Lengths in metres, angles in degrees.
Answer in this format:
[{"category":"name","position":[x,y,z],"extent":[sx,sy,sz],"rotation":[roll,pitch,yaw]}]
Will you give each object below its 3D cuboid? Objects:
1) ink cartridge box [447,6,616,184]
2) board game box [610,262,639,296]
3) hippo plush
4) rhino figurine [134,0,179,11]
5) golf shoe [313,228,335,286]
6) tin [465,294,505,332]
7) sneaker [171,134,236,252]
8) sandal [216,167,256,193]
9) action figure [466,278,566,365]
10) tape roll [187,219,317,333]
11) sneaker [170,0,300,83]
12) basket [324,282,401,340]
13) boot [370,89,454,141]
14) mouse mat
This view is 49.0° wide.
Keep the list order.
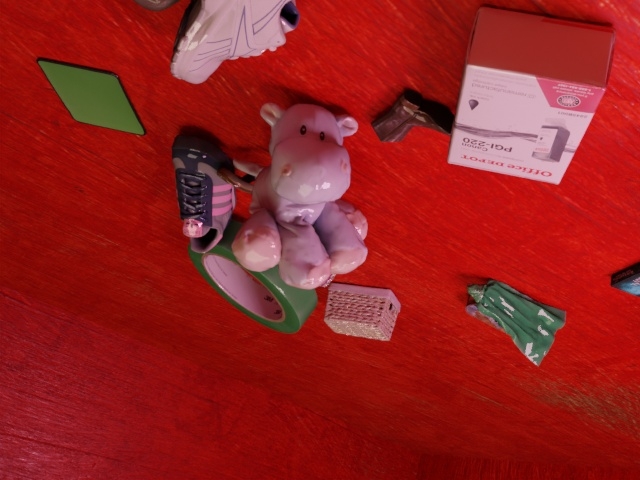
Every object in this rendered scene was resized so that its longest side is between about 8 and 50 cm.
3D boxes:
[{"category":"ink cartridge box","position":[0.251,-0.171,0.875],"extent":[0.159,0.092,0.218],"rotation":[13,159,10]},{"category":"board game box","position":[0.625,0.066,1.244],"extent":[0.126,0.026,0.186],"rotation":[20,157,-7]},{"category":"hippo plush","position":[-0.005,-0.093,1.115],"extent":[0.234,0.294,0.236],"rotation":[11,134,-15]},{"category":"rhino figurine","position":[-0.184,-0.347,0.791],"extent":[0.106,0.073,0.243],"rotation":[28,154,-15]},{"category":"golf shoe","position":[0.000,0.000,1.444],"extent":[0.140,0.115,0.306],"rotation":[33,157,5]},{"category":"tin","position":[0.417,0.168,1.606],"extent":[0.190,0.040,0.106],"rotation":[28,159,-25]},{"category":"sneaker","position":[-0.228,-0.079,1.355],"extent":[0.112,0.131,0.319],"rotation":[13,157,9]},{"category":"sandal","position":[-0.119,-0.107,1.316],"extent":[0.072,0.049,0.180],"rotation":[29,-178,38]},{"category":"action figure","position":[0.406,0.153,1.504],"extent":[0.232,0.137,0.063],"rotation":[33,166,-16]},{"category":"tape roll","position":[-0.157,0.084,1.621],"extent":[0.321,0.077,0.321],"rotation":[29,154,16]},{"category":"sneaker","position":[-0.104,-0.269,0.878],"extent":[0.129,0.111,0.297],"rotation":[19,159,-21]},{"category":"basket","position":[0.102,0.180,1.756],"extent":[0.167,0.103,0.113],"rotation":[5,155,24]},{"category":"boot","position":[0.137,-0.165,1.033],"extent":[0.106,0.037,0.114],"rotation":[34,151,-8]},{"category":"mouse mat","position":[-0.400,-0.250,1.244],"extent":[0.153,0.007,0.189],"rotation":[13,158,8]}]
